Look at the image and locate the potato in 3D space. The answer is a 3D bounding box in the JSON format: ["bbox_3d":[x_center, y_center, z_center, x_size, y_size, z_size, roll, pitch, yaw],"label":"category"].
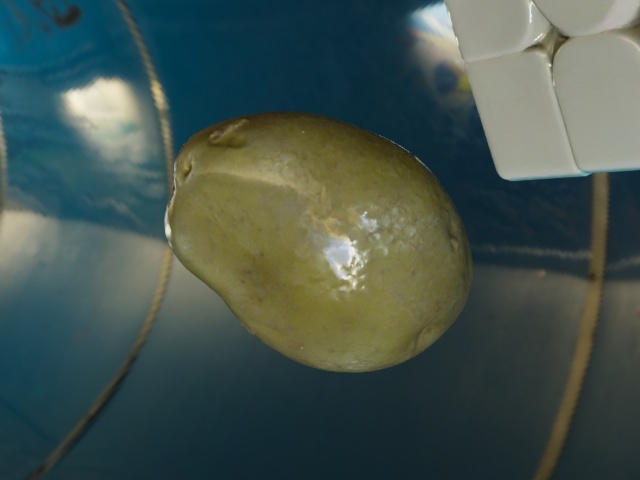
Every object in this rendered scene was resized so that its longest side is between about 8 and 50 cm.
[{"bbox_3d":[0.000,0.000,0.950,0.178,0.235,0.160,-58,-168,16],"label":"potato"}]

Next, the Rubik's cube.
[{"bbox_3d":[0.269,-0.225,0.907,0.291,0.291,0.290,-22,-170,-29],"label":"Rubik's cube"}]
